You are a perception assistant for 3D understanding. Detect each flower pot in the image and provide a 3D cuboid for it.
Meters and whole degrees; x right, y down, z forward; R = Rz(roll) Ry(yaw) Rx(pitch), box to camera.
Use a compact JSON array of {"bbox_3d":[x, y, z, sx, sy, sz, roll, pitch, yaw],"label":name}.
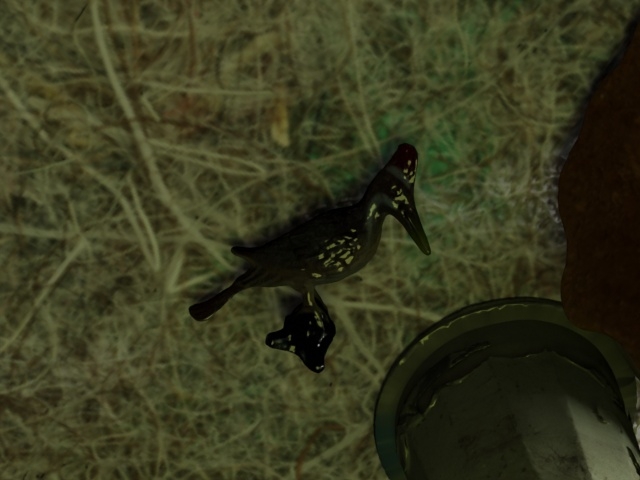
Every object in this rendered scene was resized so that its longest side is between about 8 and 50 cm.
[{"bbox_3d":[0.160,0.176,1.179,0.212,0.202,0.212,-4,116,-8],"label":"flower pot"}]

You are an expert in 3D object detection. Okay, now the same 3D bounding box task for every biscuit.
[{"bbox_3d":[0.275,-0.023,1.063,0.049,0.257,0.273,8,105,-49],"label":"biscuit"}]

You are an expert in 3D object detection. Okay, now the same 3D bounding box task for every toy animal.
[{"bbox_3d":[0.004,0.010,1.141,0.105,0.070,0.202,41,111,-5],"label":"toy animal"}]

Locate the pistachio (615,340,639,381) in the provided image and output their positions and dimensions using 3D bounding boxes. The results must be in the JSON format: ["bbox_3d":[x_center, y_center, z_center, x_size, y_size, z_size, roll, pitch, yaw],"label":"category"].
[{"bbox_3d":[0.303,0.095,1.186,0.153,0.137,0.238,-17,117,41],"label":"pistachio"}]
